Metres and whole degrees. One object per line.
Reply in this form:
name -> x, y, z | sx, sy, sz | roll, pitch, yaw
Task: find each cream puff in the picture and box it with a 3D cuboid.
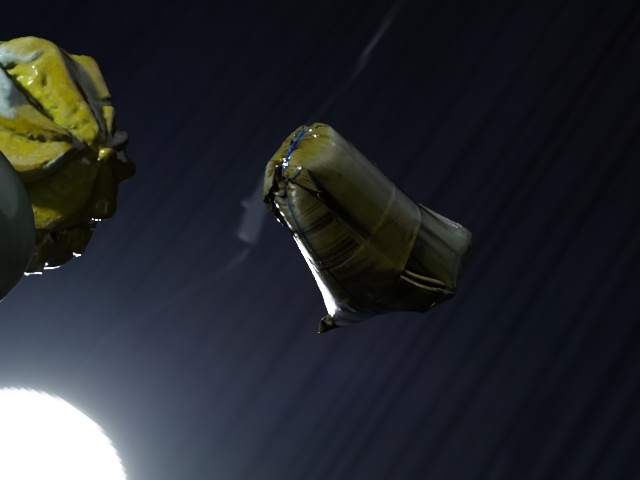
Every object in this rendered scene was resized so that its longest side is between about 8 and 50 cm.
cream puff -> -0.406, -0.131, 2.188 | 0.275, 0.378, 0.378 | -4, 153, 12

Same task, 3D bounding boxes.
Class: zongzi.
zongzi -> 0.000, 0.000, 1.679 | 0.260, 0.123, 0.289 | 38, 149, -20

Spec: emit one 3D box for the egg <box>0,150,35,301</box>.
egg -> -0.467, -0.036, 1.529 | 0.352, 0.258, 0.258 | 25, 170, -23
